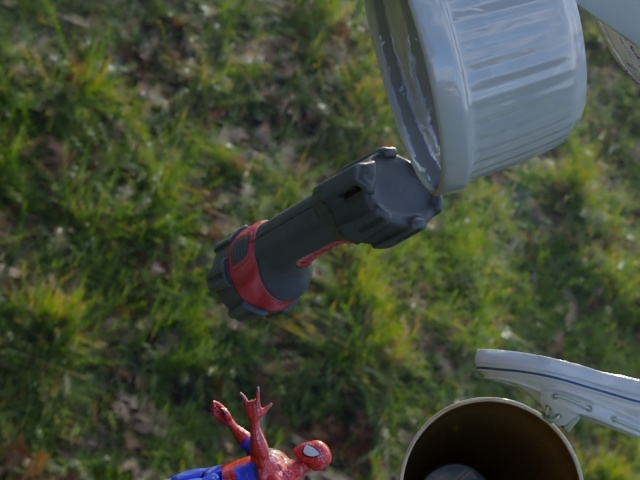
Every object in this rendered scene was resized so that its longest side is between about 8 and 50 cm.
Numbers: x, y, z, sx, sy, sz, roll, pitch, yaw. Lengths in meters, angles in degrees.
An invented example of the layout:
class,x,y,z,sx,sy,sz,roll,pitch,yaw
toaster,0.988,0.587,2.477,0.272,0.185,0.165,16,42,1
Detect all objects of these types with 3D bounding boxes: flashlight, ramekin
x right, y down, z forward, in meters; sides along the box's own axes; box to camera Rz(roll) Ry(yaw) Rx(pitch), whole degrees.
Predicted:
class,x,y,z,sx,sy,sz,roll,pitch,yaw
flashlight,0.000,0.000,1.168,0.103,0.304,0.103,-38,97,-38
ramekin,0.104,-0.143,0.835,0.109,0.207,0.207,-15,32,-4

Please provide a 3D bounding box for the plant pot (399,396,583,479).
class,x,y,z,sx,sy,sz,roll,pitch,yaw
plant pot,0.204,0.349,1.625,0.237,0.237,0.254,27,-17,3

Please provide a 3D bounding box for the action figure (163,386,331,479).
class,x,y,z,sx,sy,sz,roll,pitch,yaw
action figure,-0.132,0.228,1.292,0.280,0.139,0.091,-12,7,5

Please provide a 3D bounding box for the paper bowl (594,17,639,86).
class,x,y,z,sx,sy,sz,roll,pitch,yaw
paper bowl,0.440,-0.318,1.404,0.284,0.148,0.284,13,70,-41

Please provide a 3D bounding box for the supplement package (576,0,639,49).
class,x,y,z,sx,sy,sz,roll,pitch,yaw
supplement package,0.234,-0.283,0.896,0.149,0.194,0.203,19,32,-44

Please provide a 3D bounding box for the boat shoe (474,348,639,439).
class,x,y,z,sx,sy,sz,roll,pitch,yaw
boat shoe,0.277,0.175,1.336,0.226,0.076,0.083,11,-7,18
